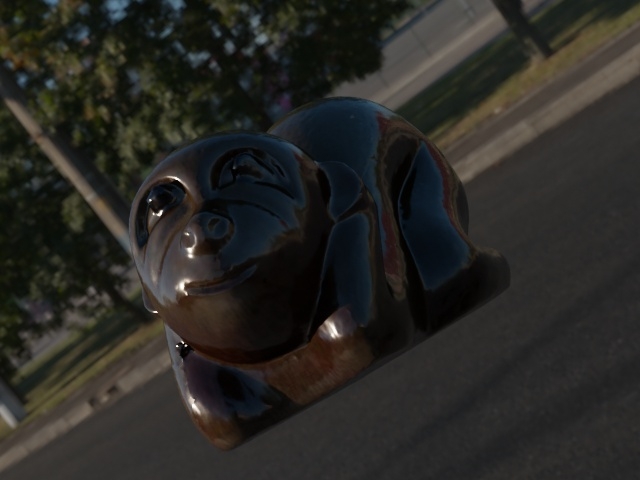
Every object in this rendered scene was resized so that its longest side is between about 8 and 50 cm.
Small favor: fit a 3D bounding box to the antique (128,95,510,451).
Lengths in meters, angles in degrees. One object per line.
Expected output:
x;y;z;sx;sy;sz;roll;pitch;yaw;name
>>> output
0.000;0.000;0.546;0.121;0.143;0.257;-33;-5;29;antique
